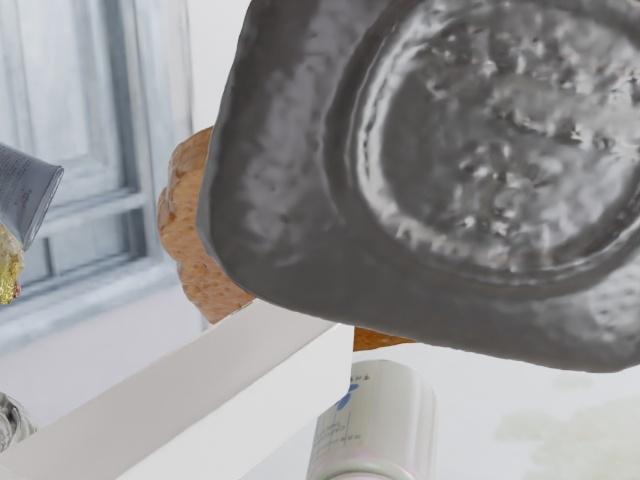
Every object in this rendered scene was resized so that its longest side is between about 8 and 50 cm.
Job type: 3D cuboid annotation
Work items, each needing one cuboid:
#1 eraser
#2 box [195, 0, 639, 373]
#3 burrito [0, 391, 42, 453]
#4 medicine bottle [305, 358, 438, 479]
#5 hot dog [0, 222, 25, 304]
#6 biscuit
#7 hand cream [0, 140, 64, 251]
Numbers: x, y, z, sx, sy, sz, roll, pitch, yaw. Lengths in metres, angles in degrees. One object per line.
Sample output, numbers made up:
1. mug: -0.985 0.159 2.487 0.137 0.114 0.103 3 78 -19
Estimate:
1. eraser: -0.088 0.127 0.764 0.076 0.078 0.298 19 -151 29
2. box: 0.073 -0.052 0.406 0.212 0.201 0.042 14 -166 -12
3. burrito: -0.376 0.195 1.142 0.139 0.101 0.445 33 164 -28
4. medicine bottle: 0.067 0.306 1.426 0.170 0.170 0.293 0 -146 8
5. hot dog: -0.418 0.016 1.409 0.061 0.078 0.169 -4 -125 -39
6. biscuit: 0.000 -0.001 1.165 0.349 0.455 0.078 2 -121 -7
7. hand cream: -0.338 -0.069 1.093 0.256 0.088 0.055 27 179 44
